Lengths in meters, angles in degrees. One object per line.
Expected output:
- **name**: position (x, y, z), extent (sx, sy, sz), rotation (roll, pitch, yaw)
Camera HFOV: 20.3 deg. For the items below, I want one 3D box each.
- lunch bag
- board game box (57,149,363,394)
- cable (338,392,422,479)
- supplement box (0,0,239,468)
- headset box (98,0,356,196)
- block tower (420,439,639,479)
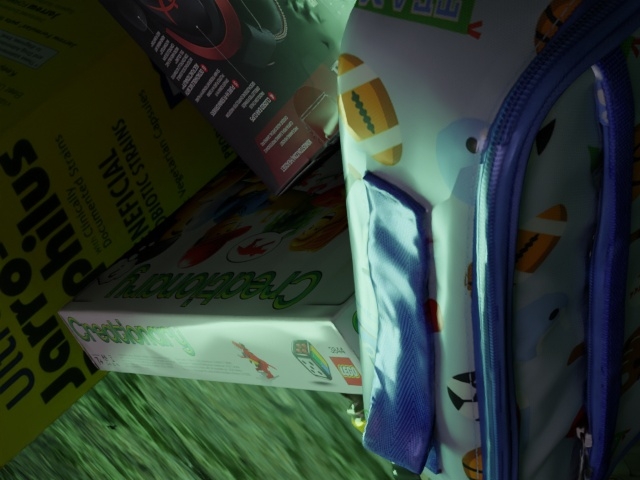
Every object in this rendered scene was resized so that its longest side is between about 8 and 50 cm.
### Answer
- **lunch bag**: position (0.111, -0.020, 0.723), extent (0.115, 0.243, 0.303), rotation (32, 149, 30)
- **board game box**: position (0.000, 0.000, 0.977), extent (0.305, 0.193, 0.053), rotation (-3, 125, 57)
- **cable**: position (0.123, 0.181, 1.235), extent (0.139, 0.072, 0.287), rotation (-3, 139, 37)
- **supplement box**: position (-0.225, -0.011, 1.118), extent (0.195, 0.356, 0.194), rotation (22, 145, 42)
- **headset box**: position (-0.031, -0.167, 0.886), extent (0.293, 0.110, 0.218), rotation (48, 154, 0)
- **block tower**: position (0.114, 0.121, 0.888), extent (0.335, 0.097, 0.091), rotation (-112, 31, -58)
